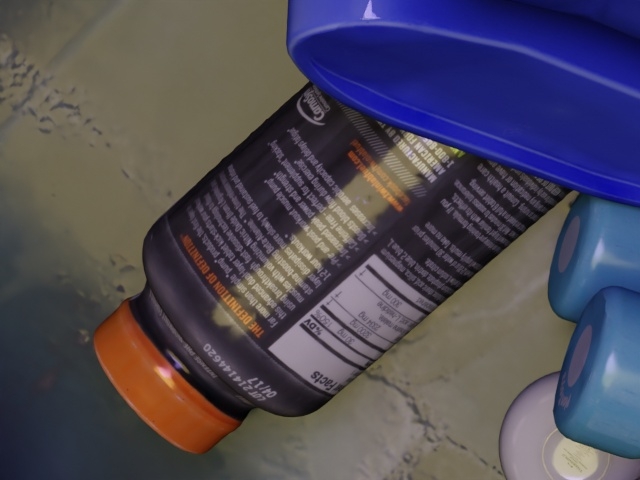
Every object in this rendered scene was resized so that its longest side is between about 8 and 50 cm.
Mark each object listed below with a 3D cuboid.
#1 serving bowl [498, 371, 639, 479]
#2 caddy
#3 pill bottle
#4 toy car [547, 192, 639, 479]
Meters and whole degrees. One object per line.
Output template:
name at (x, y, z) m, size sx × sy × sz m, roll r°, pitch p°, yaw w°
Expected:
serving bowl at (0.135, 0.111, 0.978) m, size 0.083 × 0.027 × 0.083 m, roll 1°, pitch 94°, yaw 8°
caddy at (0.144, -0.139, 0.775) m, size 0.341 × 0.241 × 0.179 m, roll 17°, pitch 70°, yaw -30°
pill bottle at (0.000, 0.000, 0.940) m, size 0.246 × 0.130 × 0.130 m, roll -41°, pitch 87°, yaw 9°
toy car at (0.195, 0.128, 0.907) m, size 0.219 × 0.210 × 0.238 m, roll 18°, pitch 118°, yaw -5°
